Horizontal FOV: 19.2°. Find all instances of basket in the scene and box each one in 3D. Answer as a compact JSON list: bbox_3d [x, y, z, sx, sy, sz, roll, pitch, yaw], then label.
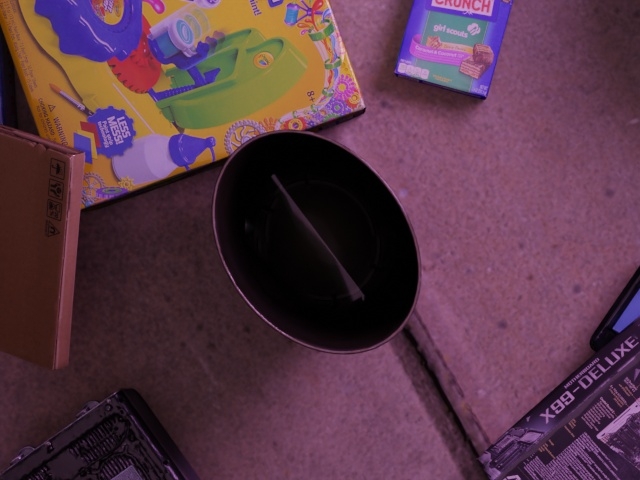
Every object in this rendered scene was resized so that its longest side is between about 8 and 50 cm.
[{"bbox_3d":[0.000,0.000,1.685,0.154,0.227,0.204,-38,89,2],"label":"basket"}]

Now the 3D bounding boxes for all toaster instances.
[{"bbox_3d":[-0.195,0.247,1.753,0.168,0.110,0.186,-36,90,2],"label":"toaster"}]

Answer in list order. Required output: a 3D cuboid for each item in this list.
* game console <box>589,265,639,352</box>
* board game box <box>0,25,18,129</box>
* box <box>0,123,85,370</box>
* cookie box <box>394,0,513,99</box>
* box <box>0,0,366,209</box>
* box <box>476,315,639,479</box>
[{"bbox_3d":[0.328,0.080,1.754,0.107,0.071,0.122,33,92,-41],"label":"game console"},{"bbox_3d":[-0.443,-0.077,1.774,0.318,0.066,0.319,-4,91,2],"label":"board game box"},{"bbox_3d":[-0.283,-0.003,1.667,0.164,0.021,0.201,19,113,29],"label":"box"},{"bbox_3d":[0.126,-0.195,1.770,0.092,0.040,0.107,15,91,2],"label":"cookie box"},{"bbox_3d":[-0.136,-0.206,1.710,0.279,0.177,0.290,-20,91,1],"label":"box"},{"bbox_3d":[0.334,0.238,1.732,0.242,0.076,0.307,-42,100,2],"label":"box"}]
